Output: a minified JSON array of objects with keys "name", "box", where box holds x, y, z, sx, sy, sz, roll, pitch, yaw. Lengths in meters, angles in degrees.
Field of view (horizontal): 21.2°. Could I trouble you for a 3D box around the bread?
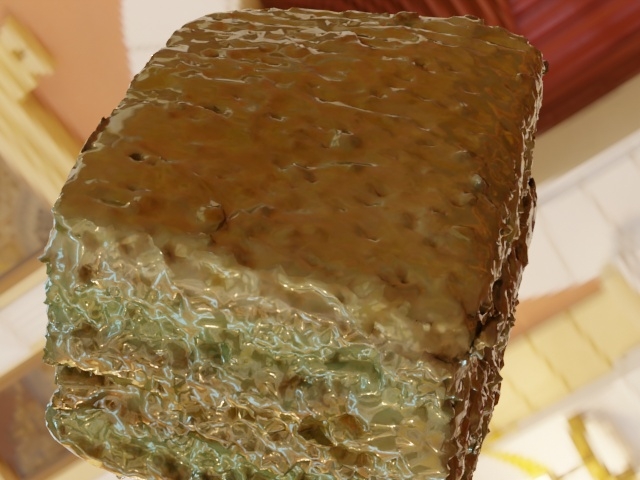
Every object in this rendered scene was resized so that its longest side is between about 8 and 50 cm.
[{"name":"bread","box":[0.000,0.000,0.554,0.138,0.102,0.196,13,-146,5]}]
